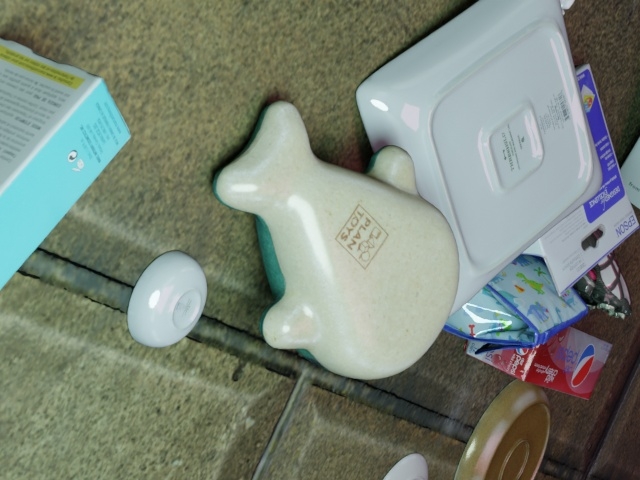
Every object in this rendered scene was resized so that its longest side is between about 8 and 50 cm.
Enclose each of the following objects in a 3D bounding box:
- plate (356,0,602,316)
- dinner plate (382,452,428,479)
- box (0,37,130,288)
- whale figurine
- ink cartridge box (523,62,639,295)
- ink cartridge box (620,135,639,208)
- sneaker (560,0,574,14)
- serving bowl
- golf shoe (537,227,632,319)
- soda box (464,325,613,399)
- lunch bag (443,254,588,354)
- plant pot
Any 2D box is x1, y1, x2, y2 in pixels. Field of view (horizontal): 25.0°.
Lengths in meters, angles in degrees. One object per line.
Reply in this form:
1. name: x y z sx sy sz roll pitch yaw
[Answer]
1. plate: 0.178 -0.095 1.429 0.278 0.045 0.277 -37 123 -28
2. dinner plate: 0.092 0.319 1.708 0.141 0.017 0.141 -35 137 -41
3. box: -0.231 -0.011 0.879 0.244 0.101 0.060 -53 148 -22
4. whale figurine: 0.000 0.000 1.261 0.272 0.141 0.216 46 68 -32
5. ink cartridge box: 0.266 -0.069 1.606 0.206 0.045 0.208 -32 106 -46
6. ink cartridge box: 0.588 -0.200 1.913 0.279 0.160 0.384 -14 137 -54
7. sneaker: 0.200 -0.219 1.486 0.076 0.065 0.166 25 85 -44
8. serving bowl: -0.119 0.051 1.174 0.083 0.027 0.083 -35 137 -42
9. golf shoe: 0.343 0.023 1.825 0.273 0.105 0.120 33 74 -60
10. soda box: 0.275 0.135 1.796 0.263 0.092 0.083 21 93 -60
11. lunch bag: 0.199 0.064 1.567 0.129 0.151 0.096 -22 128 -52
12. plant pot: 0.247 0.295 1.923 0.236 0.032 0.236 -36 138 -41
